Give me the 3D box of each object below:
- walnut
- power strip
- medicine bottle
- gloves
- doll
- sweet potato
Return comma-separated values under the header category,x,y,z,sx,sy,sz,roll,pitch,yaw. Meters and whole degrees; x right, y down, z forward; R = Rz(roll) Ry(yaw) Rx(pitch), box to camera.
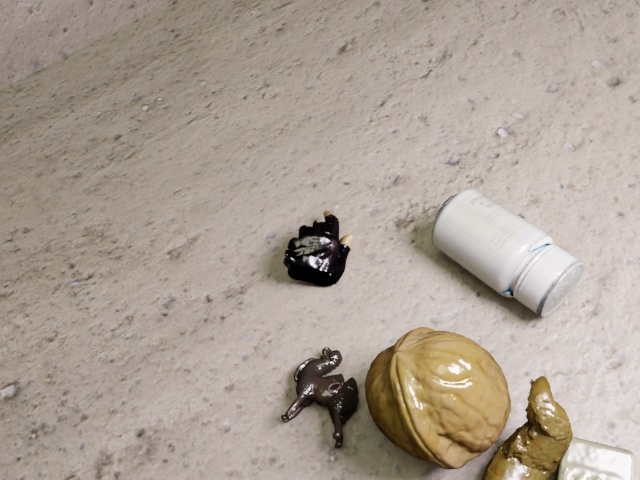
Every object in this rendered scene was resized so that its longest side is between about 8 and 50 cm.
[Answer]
category,x,y,z,sx,sy,sz,roll,pitch,yaw
walnut,0.180,0.240,0.896,0.228,0.228,0.228,-6,52,8
power strip,0.386,0.410,0.818,0.105,0.070,0.256,10,55,19
medicine bottle,0.348,0.021,1.079,0.143,0.143,0.258,-38,54,-16
gloves,-0.002,-0.001,1.198,0.129,0.106,0.180,-1,57,14
doll,0.008,0.270,1.023,0.139,0.057,0.165,13,52,25
sweet potato,0.296,0.355,0.846,0.098,0.124,0.310,23,74,1
